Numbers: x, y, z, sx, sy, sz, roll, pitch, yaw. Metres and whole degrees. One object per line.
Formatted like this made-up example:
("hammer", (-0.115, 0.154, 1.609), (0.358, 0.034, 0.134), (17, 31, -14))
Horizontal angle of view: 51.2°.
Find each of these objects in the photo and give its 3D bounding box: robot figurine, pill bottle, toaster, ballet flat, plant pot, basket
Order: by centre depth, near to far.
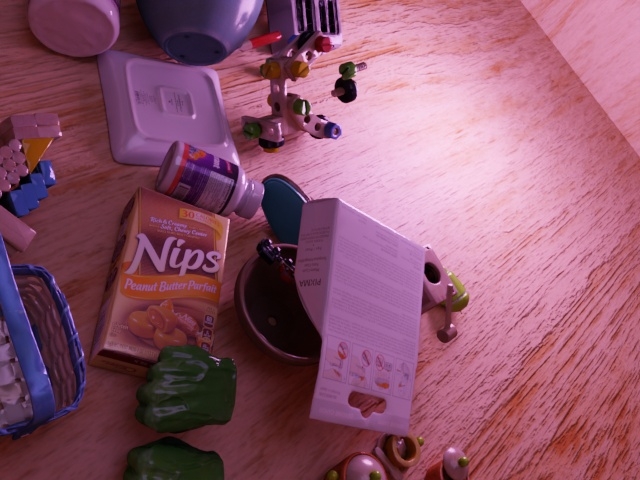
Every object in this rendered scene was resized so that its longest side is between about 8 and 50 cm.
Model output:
("basket", (-0.418, 0.144, 0.874), (0.201, 0.289, 0.255), (-10, 68, -39))
("plant pot", (-0.069, 0.134, 1.262), (0.237, 0.110, 0.237), (19, 53, -27))
("pill bottle", (-0.213, -0.111, 1.310), (0.193, 0.108, 0.108), (22, 52, -24))
("pill bottle", (-0.485, -0.531, 1.333), (0.169, 0.169, 0.302), (11, 57, -31))
("ballet flat", (0.000, 0.000, 1.407), (0.342, 0.116, 0.124), (51, 25, 0))
("plant pot", (-0.261, -0.490, 1.414), (0.290, 0.290, 0.195), (11, 72, -31))
("robot figurine", (0.304, 0.119, 1.571), (0.115, 0.067, 0.101), (52, 38, 2))
("toaster", (-0.042, -0.556, 1.668), (0.168, 0.110, 0.186), (-12, 100, -41))

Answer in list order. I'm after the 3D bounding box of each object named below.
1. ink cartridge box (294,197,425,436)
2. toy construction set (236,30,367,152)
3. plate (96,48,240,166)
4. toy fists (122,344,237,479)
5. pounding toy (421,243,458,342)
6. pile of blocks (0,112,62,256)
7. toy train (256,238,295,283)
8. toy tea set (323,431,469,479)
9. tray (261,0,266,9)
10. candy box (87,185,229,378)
("ink cartridge box", (0.071, 0.151, 1.245), (0.308, 0.091, 0.385), (27, 65, -46))
("toy construction set", (-0.101, -0.341, 1.486), (0.237, 0.257, 0.309), (-27, 60, -31))
("plate", (-0.308, -0.277, 1.389), (0.278, 0.045, 0.277), (1, 63, -35))
("toy fists", (-0.221, 0.299, 1.014), (0.142, 0.096, 0.279), (14, 81, -38))
("pounding toy", (0.245, 0.118, 1.450), (0.094, 0.181, 0.206), (-19, 76, -42))
("pile of blocks", (-0.527, -0.055, 1.058), (0.149, 0.112, 0.362), (48, 47, -28))
("toy train", (-0.057, 0.060, 1.222), (0.158, 0.027, 0.036), (43, 50, -5))
("toy tea set", (0.156, 0.445, 1.220), (0.336, 0.124, 0.200), (-19, 75, -42))
("tray", (-0.195, -0.693, 1.675), (0.411, 0.076, 0.203), (-13, 83, -42))
("candy box", (-0.272, 0.079, 1.161), (0.183, 0.087, 0.316), (21, 53, -26))
